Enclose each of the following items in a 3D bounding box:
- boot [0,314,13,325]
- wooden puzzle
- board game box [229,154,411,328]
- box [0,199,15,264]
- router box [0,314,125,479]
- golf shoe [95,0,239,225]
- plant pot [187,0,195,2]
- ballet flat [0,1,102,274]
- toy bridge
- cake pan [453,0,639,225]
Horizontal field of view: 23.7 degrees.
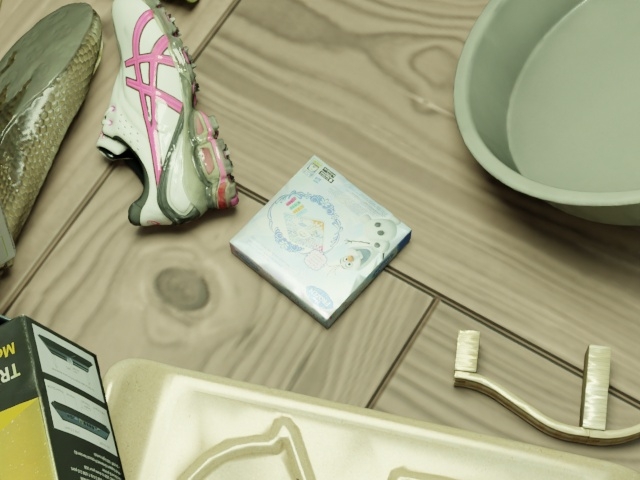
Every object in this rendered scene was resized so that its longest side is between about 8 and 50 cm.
[{"bbox_3d":[-0.175,0.116,0.954,0.219,0.106,0.082,31,68,14],"label":"boot"},{"bbox_3d":[0.004,0.259,0.897,0.348,0.080,0.322,13,71,2],"label":"wooden puzzle"},{"bbox_3d":[0.000,0.000,1.055,0.090,0.020,0.090,39,70,17],"label":"board game box"},{"bbox_3d":[-0.297,0.001,0.889,0.203,0.103,0.114,-33,71,-17],"label":"box"},{"bbox_3d":[-0.246,0.217,0.849,0.309,0.081,0.243,-28,59,14],"label":"router box"},{"bbox_3d":[-0.123,-0.097,1.076,0.086,0.067,0.186,-19,66,-6],"label":"golf shoe"},{"bbox_3d":[-0.133,-0.217,1.134,0.079,0.083,0.083,0,64,15],"label":"plant pot"},{"bbox_3d":[-0.210,-0.062,1.072,0.084,0.058,0.249,-6,52,37],"label":"ballet flat"},{"bbox_3d":[0.180,0.101,1.002,0.188,0.026,0.063,7,68,4],"label":"toy bridge"},{"bbox_3d":[0.233,-0.124,1.027,0.293,0.054,0.293,-19,44,19],"label":"cake pan"}]
